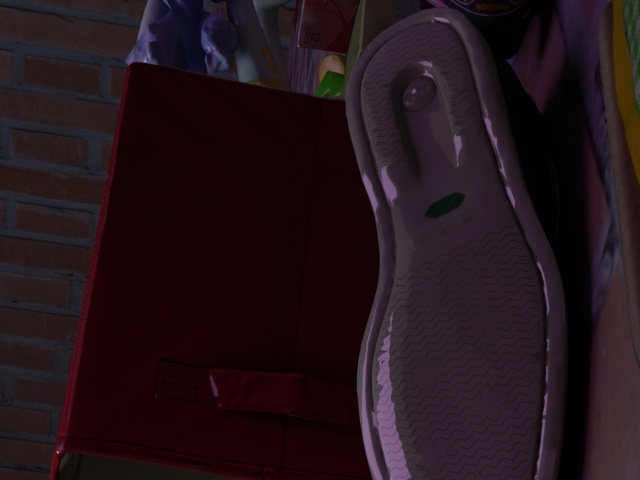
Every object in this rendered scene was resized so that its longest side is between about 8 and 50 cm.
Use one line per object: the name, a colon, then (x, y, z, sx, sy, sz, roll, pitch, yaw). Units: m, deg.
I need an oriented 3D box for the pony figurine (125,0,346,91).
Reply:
pony figurine: (-0.095, -0.281, 1.570, 0.303, 0.351, 0.363, -20, 62, 40)

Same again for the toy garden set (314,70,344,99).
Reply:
toy garden set: (0.000, 0.000, 1.280, 0.244, 0.049, 0.204, -62, 21, 1)

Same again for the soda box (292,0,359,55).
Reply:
soda box: (0.041, -0.270, 1.251, 0.092, 0.083, 0.263, -96, 16, -70)

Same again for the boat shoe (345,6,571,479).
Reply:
boat shoe: (0.062, 0.023, 0.643, 0.079, 0.084, 0.233, 42, -143, -48)

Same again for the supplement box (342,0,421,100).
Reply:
supplement box: (0.046, -0.106, 1.049, 0.083, 0.056, 0.083, 104, 173, -51)

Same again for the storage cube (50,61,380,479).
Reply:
storage cube: (-0.022, 0.057, 0.805, 0.215, 0.184, 0.193, 106, 172, -61)

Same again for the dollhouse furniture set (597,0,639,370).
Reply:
dollhouse furniture set: (0.055, -0.133, 0.378, 0.301, 0.151, 0.197, -87, 7, -46)

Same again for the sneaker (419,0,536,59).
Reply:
sneaker: (0.065, -0.129, 0.802, 0.178, 0.072, 0.077, -78, -13, -71)
